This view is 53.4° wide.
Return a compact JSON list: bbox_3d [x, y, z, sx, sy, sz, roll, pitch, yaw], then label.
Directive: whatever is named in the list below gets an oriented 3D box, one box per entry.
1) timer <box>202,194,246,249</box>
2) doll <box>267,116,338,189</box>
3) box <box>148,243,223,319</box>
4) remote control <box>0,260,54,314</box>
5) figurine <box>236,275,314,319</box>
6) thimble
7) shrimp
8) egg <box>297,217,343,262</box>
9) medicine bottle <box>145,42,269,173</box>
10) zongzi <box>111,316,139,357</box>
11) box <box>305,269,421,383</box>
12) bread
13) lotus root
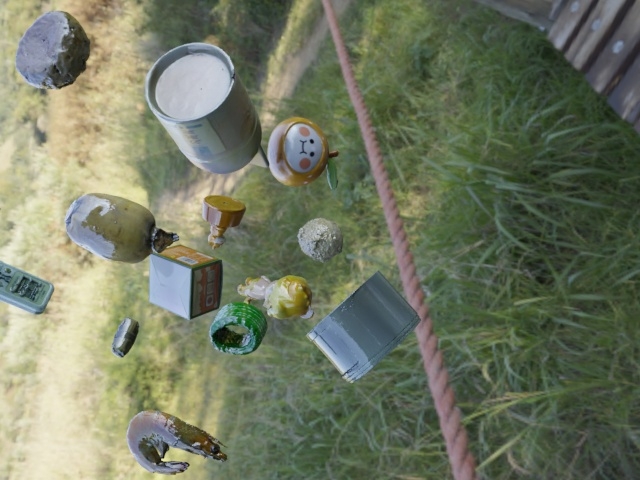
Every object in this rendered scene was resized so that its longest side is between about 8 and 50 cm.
[{"bbox_3d":[-0.306,-0.046,1.941,0.132,0.132,0.152,-121,43,-61],"label":"timer"},{"bbox_3d":[-0.044,-0.267,1.955,0.213,0.236,0.213,-176,90,-65],"label":"doll"},{"bbox_3d":[-0.434,0.129,2.054,0.195,0.148,0.177,16,111,31],"label":"box"},{"bbox_3d":[-0.998,0.122,1.952,0.065,0.335,0.128,-51,22,28],"label":"remote control"},{"bbox_3d":[-0.121,0.154,1.778,0.246,0.156,0.131,12,129,38],"label":"figurine"},{"bbox_3d":[-0.199,0.214,1.530,0.130,0.118,0.090,-26,19,18],"label":"thimble"},{"bbox_3d":[-0.336,0.477,1.474,0.068,0.249,0.150,-26,-57,-74],"label":"shrimp"},{"bbox_3d":[0.000,0.000,1.641,0.140,0.118,0.116,157,106,-79],"label":"egg"},{"bbox_3d":[-0.286,-0.317,1.729,0.406,0.236,0.235,65,-156,-66],"label":"medicine bottle"},{"bbox_3d":[-0.378,0.194,1.205,0.083,0.040,0.076,-40,26,45],"label":"zongzi"},{"bbox_3d":[0.098,0.196,1.447,0.149,0.226,0.226,48,145,7],"label":"box"},{"bbox_3d":[-0.740,-0.521,1.778,0.230,0.123,0.230,-8,71,25],"label":"bread"},{"bbox_3d":[-0.394,-0.019,1.264,0.118,0.221,0.125,-93,28,-61],"label":"lotus root"}]
